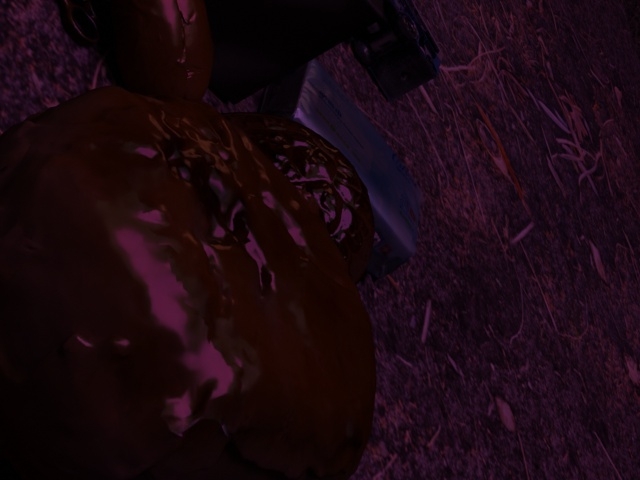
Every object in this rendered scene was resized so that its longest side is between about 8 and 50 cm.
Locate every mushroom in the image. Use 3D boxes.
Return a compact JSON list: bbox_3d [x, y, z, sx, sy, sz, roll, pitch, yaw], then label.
[{"bbox_3d":[-0.056,-0.028,1.394,0.253,0.153,0.253,17,51,-22],"label":"mushroom"}]

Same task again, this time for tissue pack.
[{"bbox_3d":[0.030,-0.097,1.726,0.263,0.089,0.177,51,26,-24],"label":"tissue pack"}]

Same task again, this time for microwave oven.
[{"bbox_3d":[-0.101,-0.441,1.642,0.374,0.236,0.432,43,32,-35],"label":"microwave oven"}]

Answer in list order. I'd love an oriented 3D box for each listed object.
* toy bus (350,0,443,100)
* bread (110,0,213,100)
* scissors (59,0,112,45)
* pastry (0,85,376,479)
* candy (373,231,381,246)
[{"bbox_3d":[0.081,-0.376,2.076,0.297,0.106,0.131,59,24,-11],"label":"toy bus"},{"bbox_3d":[-0.171,-0.228,1.439,0.114,0.077,0.189,-14,102,-27],"label":"bread"},{"bbox_3d":[-0.295,-0.307,1.408,0.220,0.017,0.088,56,30,-13],"label":"scissors"},{"bbox_3d":[-0.132,0.070,1.079,0.409,0.245,0.409,42,30,-31],"label":"pastry"},{"bbox_3d":[0.000,0.000,1.573,0.073,0.092,0.160,62,24,4],"label":"candy"}]
